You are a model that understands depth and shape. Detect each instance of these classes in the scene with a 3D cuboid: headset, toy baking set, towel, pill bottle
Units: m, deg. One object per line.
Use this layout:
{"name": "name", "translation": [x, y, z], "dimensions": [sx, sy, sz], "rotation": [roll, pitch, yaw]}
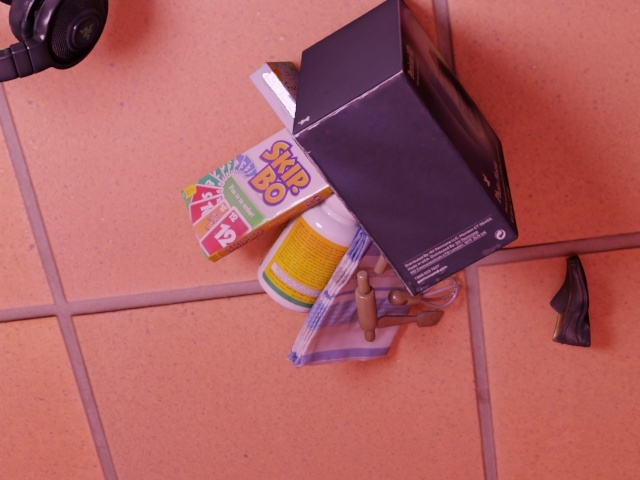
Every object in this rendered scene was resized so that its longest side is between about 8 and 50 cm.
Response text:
{"name": "headset", "translation": [-0.371, -0.359, 1.712], "dimensions": [0.394, 0.243, 0.185], "rotation": [-25, 149, -17]}
{"name": "toy baking set", "translation": [0.140, 0.079, 1.988], "dimensions": [0.197, 0.030, 0.256], "rotation": [-25, 140, -19]}
{"name": "towel", "translation": [0.084, 0.084, 2.002], "dimensions": [0.209, 0.034, 0.285], "rotation": [-1, 130, -41]}
{"name": "pill bottle", "translation": [0.000, 0.000, 1.970], "dimensions": [0.118, 0.117, 0.208], "rotation": [27, 116, -13]}

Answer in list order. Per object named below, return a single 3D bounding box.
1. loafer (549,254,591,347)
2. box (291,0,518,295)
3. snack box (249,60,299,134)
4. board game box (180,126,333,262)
{"name": "loafer", "translation": [0.396, 0.100, 2.052], "dimensions": [0.061, 0.062, 0.170], "rotation": [-4, 119, 9]}
{"name": "box", "translation": [0.118, -0.139, 1.783], "dimensions": [0.183, 0.296, 0.294], "rotation": [-31, 115, 18]}
{"name": "snack box", "translation": [-0.031, -0.190, 1.840], "dimensions": [0.037, 0.100, 0.141], "rotation": [-38, 84, 19]}
{"name": "board game box", "translation": [-0.081, -0.082, 1.929], "dimensions": [0.259, 0.124, 0.039], "rotation": [-29, 156, 15]}
